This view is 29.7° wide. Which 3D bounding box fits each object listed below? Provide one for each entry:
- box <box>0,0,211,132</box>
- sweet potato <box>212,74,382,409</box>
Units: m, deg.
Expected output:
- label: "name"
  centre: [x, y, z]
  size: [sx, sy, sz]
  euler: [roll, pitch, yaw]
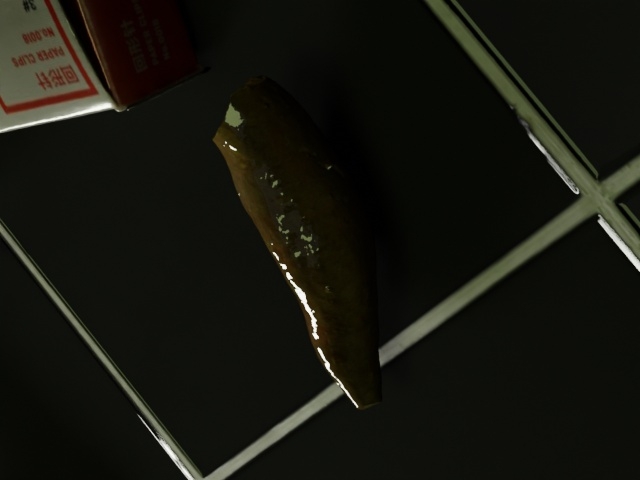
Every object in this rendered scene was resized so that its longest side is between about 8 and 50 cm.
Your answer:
- label: "box"
  centre: [-0.188, -0.150, 0.830]
  size: [0.182, 0.099, 0.133]
  euler: [-2, 115, 41]
- label: "sweet potato"
  centre: [0.000, 0.000, 0.789]
  size: [0.077, 0.077, 0.244]
  euler: [-4, 122, 41]
